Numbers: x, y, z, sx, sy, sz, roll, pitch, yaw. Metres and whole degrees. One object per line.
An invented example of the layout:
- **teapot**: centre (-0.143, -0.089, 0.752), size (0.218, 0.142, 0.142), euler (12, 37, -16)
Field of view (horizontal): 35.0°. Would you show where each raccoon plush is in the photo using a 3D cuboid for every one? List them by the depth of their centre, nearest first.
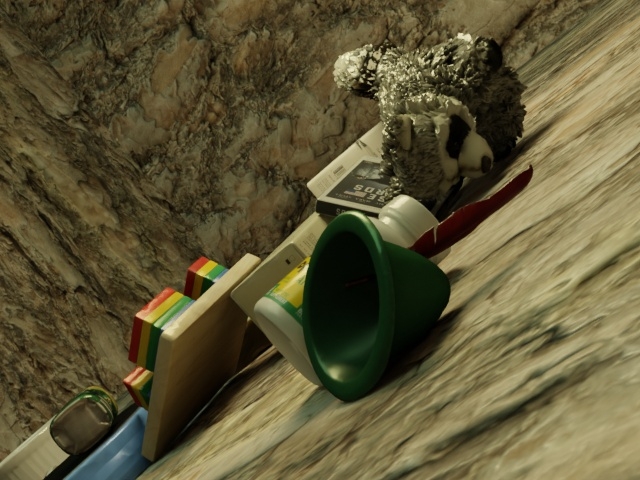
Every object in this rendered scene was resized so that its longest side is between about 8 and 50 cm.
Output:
- **raccoon plush**: centre (0.111, -0.174, 1.617), size (0.299, 0.216, 0.446), euler (-33, 24, -33)

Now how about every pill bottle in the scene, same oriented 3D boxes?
- **pill bottle**: centre (0.040, 0.048, 1.100), size (0.208, 0.117, 0.117), euler (-41, 3, -15)

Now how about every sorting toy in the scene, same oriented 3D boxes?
- **sorting toy**: centre (-0.213, 0.167, 1.593), size (0.257, 0.089, 0.255), euler (-46, -24, -52)

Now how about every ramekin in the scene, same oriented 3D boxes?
- **ramekin**: centre (-0.653, 0.525, 2.415), size (0.277, 0.135, 0.277), euler (-41, 4, 3)

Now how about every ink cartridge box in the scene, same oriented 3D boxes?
- **ink cartridge box**: centre (0.122, -0.120, 1.891), size (0.237, 0.172, 0.100), euler (-38, 4, 29)

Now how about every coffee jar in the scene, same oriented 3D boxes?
- **coffee jar**: centre (-0.385, 0.291, 1.663), size (0.096, 0.079, 0.184), euler (-41, 3, -8)

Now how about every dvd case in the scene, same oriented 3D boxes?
- **dvd case**: centre (0.115, -0.075, 1.615), size (0.239, 0.179, 0.030), euler (-46, -35, -61)

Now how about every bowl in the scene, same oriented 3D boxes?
- **bowl**: centre (-0.399, 0.403, 1.701), size (0.391, 0.077, 0.391), euler (-40, 3, 3)

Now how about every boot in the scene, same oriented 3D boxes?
- **boot**: centre (-0.121, 0.157, 1.822), size (0.213, 0.077, 0.165), euler (-34, 6, 17)

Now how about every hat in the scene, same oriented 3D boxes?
- **hat**: centre (0.105, 0.054, 0.971), size (0.183, 0.173, 0.208), euler (1, -35, -26)

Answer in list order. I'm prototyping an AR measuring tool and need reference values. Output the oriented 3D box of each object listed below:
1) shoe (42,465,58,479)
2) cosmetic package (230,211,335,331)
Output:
- **shoe**: centre (-0.574, 0.528, 2.103), size (0.081, 0.063, 0.178), euler (-35, 7, -2)
- **cosmetic package**: centre (0.002, 0.035, 1.607), size (0.153, 0.129, 0.296), euler (-41, 3, 31)
